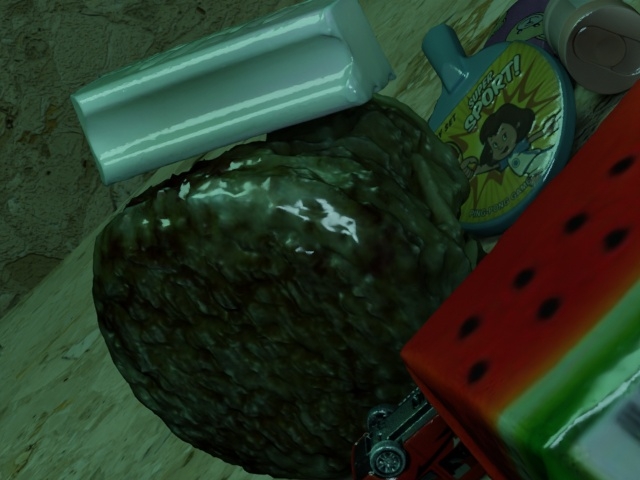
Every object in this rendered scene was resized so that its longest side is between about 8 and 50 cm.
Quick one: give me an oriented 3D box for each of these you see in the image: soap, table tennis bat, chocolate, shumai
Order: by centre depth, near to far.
[{"bbox_3d":[0.247,0.051,1.178,0.360,0.161,0.341,-48,17,-4],"label":"chocolate"},{"bbox_3d":[-0.076,-0.149,1.525,0.289,0.095,0.173,-16,14,26],"label":"soap"},{"bbox_3d":[0.000,0.000,1.591,0.395,0.395,0.348,-30,25,46],"label":"shumai"},{"bbox_3d":[0.180,-0.139,1.826,0.215,0.044,0.329,-50,36,23],"label":"table tennis bat"}]

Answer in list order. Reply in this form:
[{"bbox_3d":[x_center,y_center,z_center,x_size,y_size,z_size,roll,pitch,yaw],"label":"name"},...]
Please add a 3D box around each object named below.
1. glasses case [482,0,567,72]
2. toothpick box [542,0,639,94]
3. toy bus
[{"bbox_3d":[0.240,-0.204,1.956,0.123,0.076,0.316,-38,20,34],"label":"glasses case"},{"bbox_3d":[0.304,-0.226,1.810,0.098,0.098,0.149,-43,16,12],"label":"toothpick box"},{"bbox_3d":[0.116,0.152,1.398,0.195,0.089,0.081,-43,17,14],"label":"toy bus"}]
